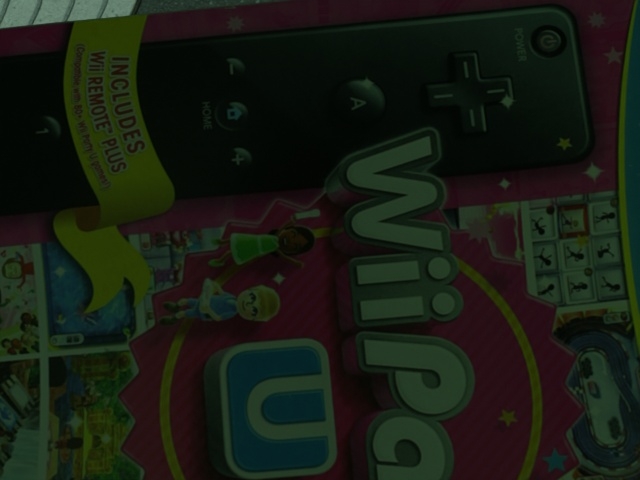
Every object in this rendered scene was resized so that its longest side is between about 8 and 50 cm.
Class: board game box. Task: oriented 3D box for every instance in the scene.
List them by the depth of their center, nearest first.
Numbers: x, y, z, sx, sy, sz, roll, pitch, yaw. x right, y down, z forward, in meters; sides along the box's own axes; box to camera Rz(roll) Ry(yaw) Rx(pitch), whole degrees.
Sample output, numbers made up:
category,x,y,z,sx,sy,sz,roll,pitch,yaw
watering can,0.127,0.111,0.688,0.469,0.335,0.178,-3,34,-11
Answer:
category,x,y,z,sx,sy,sz,roll,pitch,yaw
board game box,-0.026,0.045,0.550,0.097,0.303,0.224,87,178,-67
